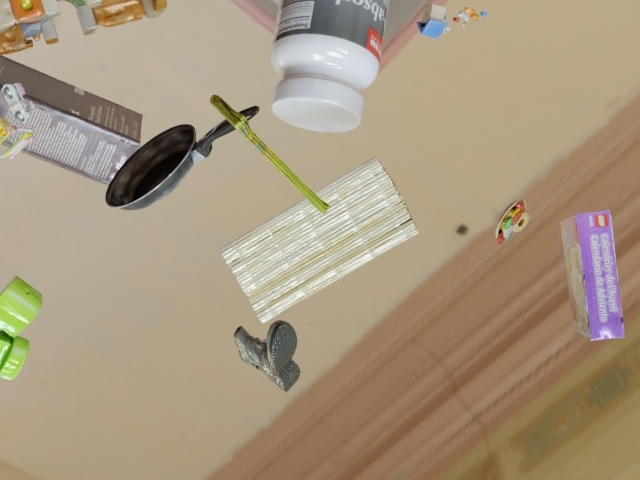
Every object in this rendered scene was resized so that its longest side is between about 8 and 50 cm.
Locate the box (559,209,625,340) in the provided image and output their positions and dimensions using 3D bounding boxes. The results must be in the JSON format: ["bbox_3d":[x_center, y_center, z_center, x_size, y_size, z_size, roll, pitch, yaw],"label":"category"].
[{"bbox_3d":[0.455,0.058,1.625,0.293,0.057,0.200,6,77,-81],"label":"box"}]

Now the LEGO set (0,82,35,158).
[{"bbox_3d":[-0.667,-0.201,1.872,0.287,0.132,0.107,-16,177,21],"label":"LEGO set"}]

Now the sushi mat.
[{"bbox_3d":[0.000,0.000,1.626,0.317,0.151,0.019,-31,-174,2],"label":"sushi mat"}]

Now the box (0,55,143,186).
[{"bbox_3d":[-0.604,-0.273,2.184,0.143,0.382,0.191,-62,-160,22],"label":"box"}]

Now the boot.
[{"bbox_3d":[-0.136,0.241,2.187,0.161,0.246,0.083,29,-122,24],"label":"boot"}]

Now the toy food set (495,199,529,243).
[{"bbox_3d":[0.324,-0.032,1.626,0.020,0.083,0.082,37,-111,28],"label":"toy food set"}]

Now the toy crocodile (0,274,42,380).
[{"bbox_3d":[-0.518,0.204,1.393,0.340,0.115,0.105,-60,-155,6],"label":"toy crocodile"}]

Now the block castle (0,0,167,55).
[{"bbox_3d":[-0.514,-0.517,1.859,0.453,0.212,0.303,-18,-175,-14],"label":"block castle"}]

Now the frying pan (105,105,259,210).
[{"bbox_3d":[-0.230,-0.155,1.624,0.326,0.053,0.197,-33,-149,12],"label":"frying pan"}]

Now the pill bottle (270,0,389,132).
[{"bbox_3d":[0.019,-0.405,1.839,0.210,0.210,0.362,-12,-114,56],"label":"pill bottle"}]

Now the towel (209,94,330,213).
[{"bbox_3d":[-0.073,-0.128,1.443,0.021,0.237,0.102,-45,-138,1],"label":"towel"}]

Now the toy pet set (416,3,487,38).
[{"bbox_3d":[0.274,-0.461,2.055,0.122,0.114,0.065,-167,-94,-66],"label":"toy pet set"}]
